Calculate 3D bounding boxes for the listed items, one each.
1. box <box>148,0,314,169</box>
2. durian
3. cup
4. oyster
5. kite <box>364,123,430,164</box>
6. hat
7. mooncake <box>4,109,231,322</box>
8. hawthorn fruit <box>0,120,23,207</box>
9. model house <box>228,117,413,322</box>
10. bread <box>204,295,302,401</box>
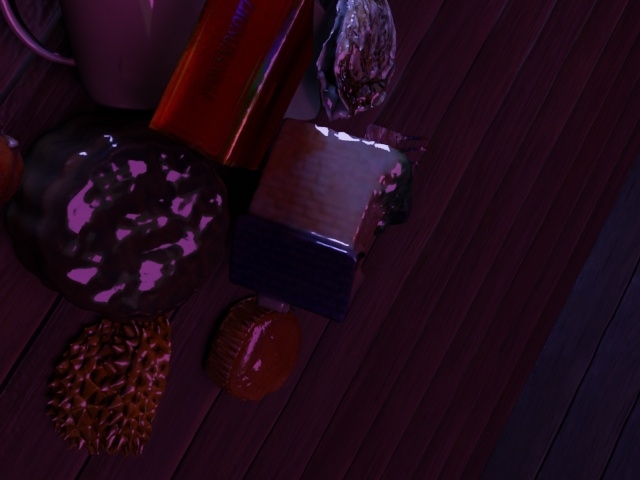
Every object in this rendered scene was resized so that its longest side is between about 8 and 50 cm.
[{"bbox_3d":[-0.087,-0.192,0.623,0.089,0.313,0.198,28,95,-5],"label":"box"},{"bbox_3d":[-0.331,0.228,0.813,0.186,0.153,0.261,-1,101,-19],"label":"durian"},{"bbox_3d":[-0.249,-0.274,0.636,0.252,0.191,0.201,-8,118,-19],"label":"cup"},{"bbox_3d":[0.063,-0.349,0.938,0.268,0.112,0.198,-63,145,-29],"label":"oyster"},{"bbox_3d":[0.173,-0.200,1.192,0.229,0.016,0.127,-7,114,-39],"label":"kite"},{"bbox_3d":[-0.082,-0.302,0.865,0.244,0.149,0.215,-35,133,-78],"label":"hat"},{"bbox_3d":[-0.266,-0.034,0.722,0.290,0.161,0.291,-19,118,-40],"label":"mooncake"},{"bbox_3d":[-0.445,-0.076,0.501,0.262,0.210,0.211,-30,126,-25],"label":"hawthorn fruit"},{"bbox_3d":[0.000,0.000,0.875,0.312,0.245,0.280,58,52,-74],"label":"model house"},{"bbox_3d":[-0.122,0.214,1.009,0.199,0.104,0.199,-22,122,-39],"label":"bread"}]
